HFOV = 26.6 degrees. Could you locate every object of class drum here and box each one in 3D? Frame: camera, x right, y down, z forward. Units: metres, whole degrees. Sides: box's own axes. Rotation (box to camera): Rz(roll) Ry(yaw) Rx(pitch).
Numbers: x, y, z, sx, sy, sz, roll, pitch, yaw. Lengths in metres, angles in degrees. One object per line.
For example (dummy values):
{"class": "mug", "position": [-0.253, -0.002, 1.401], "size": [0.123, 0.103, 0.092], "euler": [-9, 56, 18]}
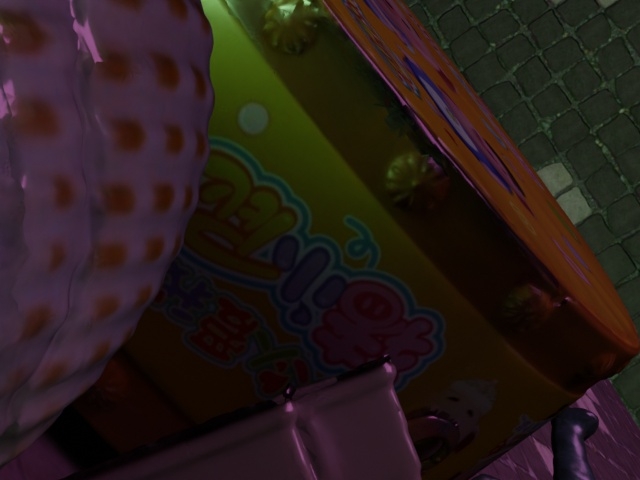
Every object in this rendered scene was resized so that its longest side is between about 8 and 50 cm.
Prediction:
{"class": "drum", "position": [-0.024, -0.039, 0.774], "size": [0.431, 0.214, 0.431], "euler": [49, 12, -15]}

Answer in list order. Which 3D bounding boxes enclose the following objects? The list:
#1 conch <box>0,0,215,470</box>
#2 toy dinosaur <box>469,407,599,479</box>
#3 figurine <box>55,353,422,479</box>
{"class": "conch", "position": [-0.150, -0.045, 0.400], "size": [0.303, 0.215, 0.319], "euler": [15, 40, -55]}
{"class": "toy dinosaur", "position": [0.163, 0.274, 0.831], "size": [0.384, 0.129, 0.331], "euler": [24, 40, -2]}
{"class": "figurine", "position": [0.016, 0.189, 0.493], "size": [0.309, 0.143, 0.308], "euler": [13, 62, -25]}
